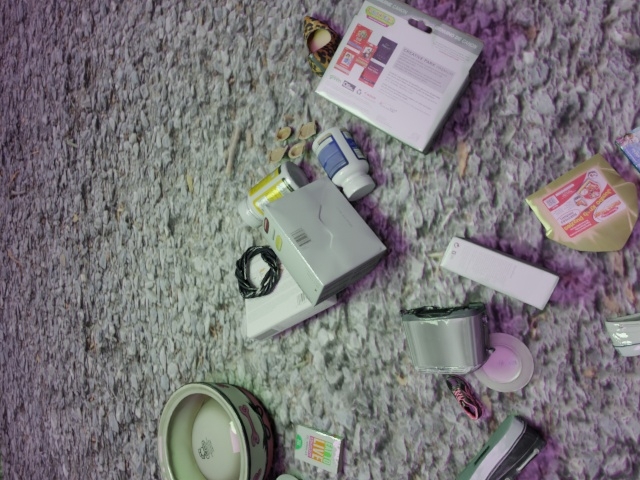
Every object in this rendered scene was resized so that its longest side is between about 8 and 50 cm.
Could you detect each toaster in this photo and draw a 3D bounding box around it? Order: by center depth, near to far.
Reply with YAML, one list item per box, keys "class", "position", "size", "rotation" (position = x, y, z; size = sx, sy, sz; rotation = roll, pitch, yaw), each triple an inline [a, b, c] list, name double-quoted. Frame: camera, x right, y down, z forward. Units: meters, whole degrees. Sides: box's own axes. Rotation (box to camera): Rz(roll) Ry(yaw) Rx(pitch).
- class: "toaster"
  position: [0.294, 0.233, 1.025]
  size: [0.227, 0.129, 0.146]
  rotation: [-12, 86, 36]

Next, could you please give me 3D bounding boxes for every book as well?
- class: "book"
  position: [-0.004, 0.602, 1.244]
  size: [0.144, 0.035, 0.096]
  rotation: [4, 88, 30]

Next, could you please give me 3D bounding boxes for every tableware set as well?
- class: "tableware set"
  position: [-0.089, -0.292, 1.274]
  size: [0.169, 0.020, 0.140]
  rotation: [-3, 61, 33]

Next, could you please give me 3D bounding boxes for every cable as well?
- class: "cable"
  position: [-0.195, 0.086, 1.302]
  size: [0.151, 0.047, 0.184]
  rotation: [-30, 50, 25]

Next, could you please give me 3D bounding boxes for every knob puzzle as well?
- class: "knob puzzle"
  position: [0.582, -0.061, 0.929]
  size: [0.213, 0.030, 0.212]
  rotation: [-1, 88, 28]

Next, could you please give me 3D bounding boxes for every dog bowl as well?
- class: "dog bowl"
  position: [-0.318, 0.633, 1.323]
  size: [0.409, 0.150, 0.407]
  rotation: [-3, 84, 34]

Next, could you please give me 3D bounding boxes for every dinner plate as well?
- class: "dinner plate"
  position: [0.428, 0.291, 1.018]
  size: [0.141, 0.017, 0.141]
  rotation: [0, 90, 27]

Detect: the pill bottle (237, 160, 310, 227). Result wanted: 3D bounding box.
- class: "pill bottle"
  position: [-0.140, -0.131, 1.274]
  size: [0.209, 0.119, 0.119]
  rotation: [-33, 74, 24]

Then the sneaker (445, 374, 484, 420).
- class: "sneaker"
  position: [0.347, 0.382, 1.038]
  size: [0.047, 0.057, 0.119]
  rotation: [-47, 68, 22]

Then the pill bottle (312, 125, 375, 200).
- class: "pill bottle"
  position: [0.067, -0.206, 1.165]
  size: [0.112, 0.112, 0.186]
  rotation: [-35, 73, 24]

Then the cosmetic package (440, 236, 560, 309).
- class: "cosmetic package"
  position: [0.407, 0.068, 0.975]
  size: [0.231, 0.117, 0.085]
  rotation: [26, 102, 28]

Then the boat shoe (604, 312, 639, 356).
- class: "boat shoe"
  position: [0.699, 0.148, 0.826]
  size: [0.258, 0.095, 0.084]
  rotation: [-28, 81, 24]

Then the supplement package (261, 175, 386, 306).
- class: "supplement package"
  position: [0.000, 0.000, 1.126]
  size: [0.261, 0.204, 0.145]
  rotation: [53, 155, 19]

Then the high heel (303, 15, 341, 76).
- class: "high heel"
  position: [-0.015, -0.549, 1.171]
  size: [0.093, 0.186, 0.261]
  rotation: [-34, 74, 25]

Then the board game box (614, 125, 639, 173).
- class: "board game box"
  position: [0.680, -0.197, 0.882]
  size: [0.090, 0.020, 0.090]
  rotation: [-35, 73, 22]

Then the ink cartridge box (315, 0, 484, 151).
- class: "ink cartridge box"
  position: [0.194, -0.405, 1.053]
  size: [0.310, 0.130, 0.271]
  rotation: [33, 105, 10]

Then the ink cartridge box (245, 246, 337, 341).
- class: "ink cartridge box"
  position: [-0.104, 0.126, 1.283]
  size: [0.296, 0.066, 0.260]
  rotation: [-31, 50, 25]

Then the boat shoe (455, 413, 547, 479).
- class: "boat shoe"
  position: [0.395, 0.550, 0.981]
  size: [0.105, 0.113, 0.306]
  rotation: [37, 91, 18]

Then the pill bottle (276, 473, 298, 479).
- class: "pill bottle"
  position: [-0.145, 0.817, 1.251]
  size: [0.146, 0.146, 0.263]
  rotation: [34, 104, 25]
